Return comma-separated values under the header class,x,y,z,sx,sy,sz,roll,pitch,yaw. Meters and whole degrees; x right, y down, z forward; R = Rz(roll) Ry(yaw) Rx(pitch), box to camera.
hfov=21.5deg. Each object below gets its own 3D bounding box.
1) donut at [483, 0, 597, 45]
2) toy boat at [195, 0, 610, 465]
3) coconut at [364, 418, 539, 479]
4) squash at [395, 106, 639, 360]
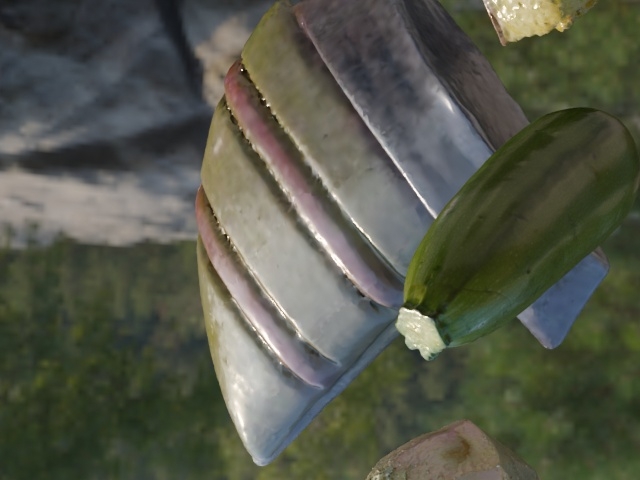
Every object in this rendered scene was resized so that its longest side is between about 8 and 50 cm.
class,x,y,z,sx,sy,sz,roll,pitch,yaw
donut,0.199,-0.289,1.318,0.152,0.259,0.101,48,165,-28
toy boat,0.014,-0.029,1.054,0.293,0.276,0.111,-24,169,28
coconut,0.092,0.184,1.133,0.122,0.116,0.116,-23,169,-11
squash,0.090,-0.005,0.761,0.066,0.066,0.201,-9,-159,36
